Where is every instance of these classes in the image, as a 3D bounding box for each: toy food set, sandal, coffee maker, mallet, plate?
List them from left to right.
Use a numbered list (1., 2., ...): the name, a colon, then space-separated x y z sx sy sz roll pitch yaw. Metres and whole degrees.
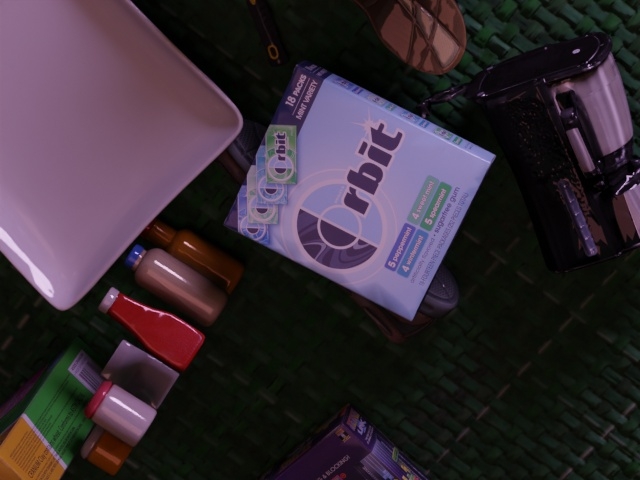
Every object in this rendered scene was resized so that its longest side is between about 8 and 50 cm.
1. plate: -0.240 -0.120 1.793 0.277 0.045 0.278 46 116 1
2. toy food set: -0.169 0.090 1.807 0.104 0.111 0.232 33 82 -4
3. mallet: -0.060 -0.242 1.731 0.062 0.039 0.189 -20 113 22
4. sandal: 0.057 -0.217 1.714 0.180 0.049 0.072 39 110 9
5. coffee maker: 0.204 -0.072 1.723 0.171 0.120 0.178 -7 113 41

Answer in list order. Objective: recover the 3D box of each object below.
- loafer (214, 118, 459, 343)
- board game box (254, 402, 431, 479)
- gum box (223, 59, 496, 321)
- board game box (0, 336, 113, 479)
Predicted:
1. loafer: 0.000 0.000 1.797 0.267 0.096 0.084 38 121 -9
2. board game box: 0.016 0.262 1.934 0.141 0.048 0.170 43 114 -11
3. gum box: 0.033 -0.043 1.692 0.184 0.041 0.157 26 107 5
4. board game box: -0.345 0.254 1.894 0.064 0.242 0.316 45 114 -9
